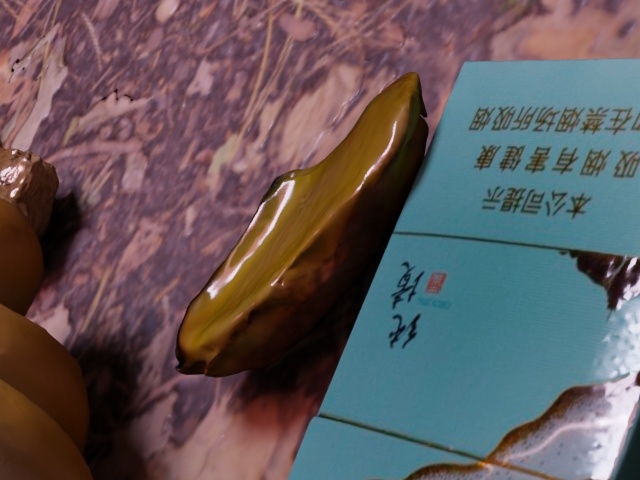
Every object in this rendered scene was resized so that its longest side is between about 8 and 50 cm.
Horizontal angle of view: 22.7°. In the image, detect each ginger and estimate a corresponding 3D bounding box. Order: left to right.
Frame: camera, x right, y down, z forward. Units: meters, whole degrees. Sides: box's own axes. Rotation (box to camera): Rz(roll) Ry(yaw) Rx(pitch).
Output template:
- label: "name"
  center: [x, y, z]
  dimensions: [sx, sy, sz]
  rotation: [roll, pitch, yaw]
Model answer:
- label: "ginger"
  center: [-0.207, -0.016, 0.974]
  dimensions: [0.096, 0.067, 0.165]
  rotation: [-60, 21, -3]

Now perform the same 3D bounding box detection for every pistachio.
- label: "pistachio"
  center: [0.000, 0.000, 0.708]
  dimensions: [0.173, 0.049, 0.089]
  rotation: [-47, 23, 19]

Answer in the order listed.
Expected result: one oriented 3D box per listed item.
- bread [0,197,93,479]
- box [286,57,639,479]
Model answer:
- label: "bread"
  center: [-0.235, 0.133, 0.779]
  dimensions: [0.315, 0.211, 0.270]
  rotation: [-42, 28, 14]
- label: "box"
  center: [0.075, 0.039, 0.594]
  dimensions: [0.162, 0.041, 0.229]
  rotation: [8, 70, 54]
